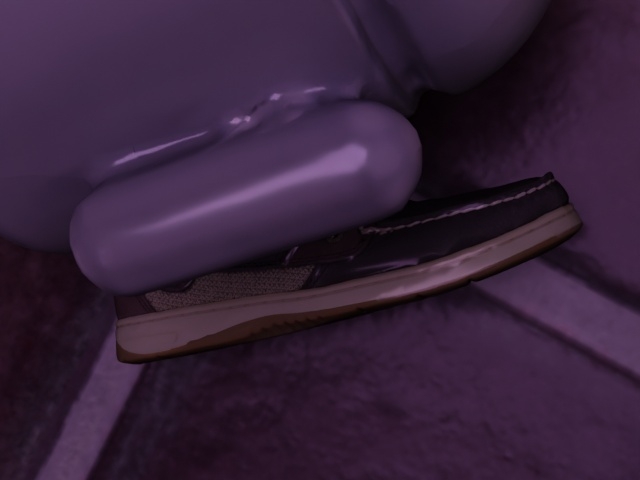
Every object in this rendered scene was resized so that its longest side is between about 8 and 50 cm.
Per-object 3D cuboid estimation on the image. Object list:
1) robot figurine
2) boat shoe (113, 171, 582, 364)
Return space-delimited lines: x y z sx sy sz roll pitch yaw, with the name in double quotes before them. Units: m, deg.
"robot figurine" -0.052 -0.122 0.423 0.354 0.200 0.299 -21 63 15
"boat shoe" 0.000 0.000 0.466 0.224 0.080 0.073 -17 88 19
